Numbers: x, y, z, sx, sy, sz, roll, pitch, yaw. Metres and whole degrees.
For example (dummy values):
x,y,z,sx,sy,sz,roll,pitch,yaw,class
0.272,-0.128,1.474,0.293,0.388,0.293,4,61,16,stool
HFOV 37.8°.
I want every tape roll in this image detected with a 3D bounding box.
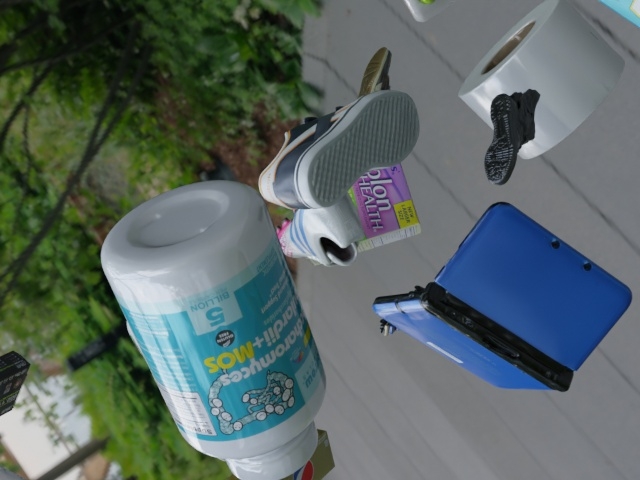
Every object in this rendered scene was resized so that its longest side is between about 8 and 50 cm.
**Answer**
x,y,z,sx,sy,sz,roll,pitch,yaw,class
0.390,-0.288,1.663,0.169,0.246,0.246,43,164,-9,tape roll

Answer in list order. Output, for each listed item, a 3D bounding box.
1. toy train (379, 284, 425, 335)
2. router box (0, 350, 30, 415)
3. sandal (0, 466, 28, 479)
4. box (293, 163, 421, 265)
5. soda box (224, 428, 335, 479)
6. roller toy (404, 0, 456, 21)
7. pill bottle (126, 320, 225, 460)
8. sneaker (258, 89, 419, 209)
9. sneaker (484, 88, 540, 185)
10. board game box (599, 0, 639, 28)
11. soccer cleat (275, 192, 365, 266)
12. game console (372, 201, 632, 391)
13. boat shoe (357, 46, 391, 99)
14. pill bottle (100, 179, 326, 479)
x,y,z,sx,sy,sz,roll,pitch,yaw,class
0.159,0.133,1.755,0.036,0.158,0.027,22,129,27,toy train
-0.477,0.219,1.325,0.038,0.122,0.092,35,114,14,router box
-0.419,0.386,1.240,0.169,0.102,0.416,-10,138,30,sandal
0.063,-0.088,1.948,0.117,0.242,0.214,55,-161,-78,box
-0.062,0.307,1.188,0.061,0.181,0.058,3,114,39,soda box
0.214,-0.564,1.917,0.209,0.146,0.191,62,-169,17,roller toy
-0.219,0.245,1.843,0.361,0.204,0.204,49,162,35,pill bottle
0.029,-0.148,1.459,0.127,0.321,0.126,-1,114,41,sneaker
0.295,-0.158,1.420,0.051,0.170,0.089,-6,163,42,sneaker
0.445,-0.393,1.163,0.336,0.079,0.254,-125,31,-43,board game box
0.000,0.000,1.664,0.143,0.116,0.331,56,166,9,soccer cleat
0.274,0.095,1.434,0.293,0.173,0.250,33,160,-20,game console
0.104,-0.282,1.733,0.049,0.152,0.056,22,175,-24,boat shoe
-0.081,0.090,0.831,0.146,0.146,0.264,31,146,53,pill bottle
